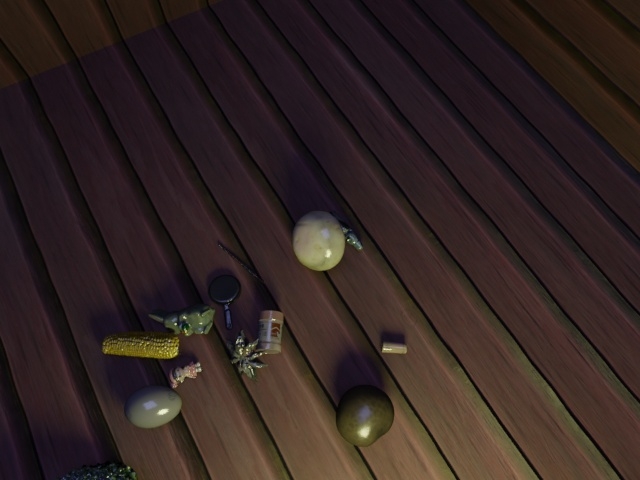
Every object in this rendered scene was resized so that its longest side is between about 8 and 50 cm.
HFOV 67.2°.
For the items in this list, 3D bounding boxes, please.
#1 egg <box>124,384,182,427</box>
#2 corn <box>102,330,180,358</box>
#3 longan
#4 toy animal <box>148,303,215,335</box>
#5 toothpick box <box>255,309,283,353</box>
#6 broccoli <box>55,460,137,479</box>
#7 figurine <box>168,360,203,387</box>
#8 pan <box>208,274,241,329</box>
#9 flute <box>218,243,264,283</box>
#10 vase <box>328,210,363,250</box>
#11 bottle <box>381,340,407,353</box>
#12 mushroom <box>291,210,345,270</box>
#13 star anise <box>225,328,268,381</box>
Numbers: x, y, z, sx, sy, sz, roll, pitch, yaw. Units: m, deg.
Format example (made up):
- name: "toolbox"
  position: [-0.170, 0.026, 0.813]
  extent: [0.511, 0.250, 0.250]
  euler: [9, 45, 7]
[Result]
- name: "egg"
  position: [-0.598, 0.593, 1.723]
  extent: [0.198, 0.146, 0.147]
  euler: [-1, 65, -8]
- name: "corn"
  position: [-0.674, 0.396, 1.841]
  extent: [0.309, 0.101, 0.102]
  euler: [3, 66, 6]
- name: "longan"
  position: [0.153, 0.615, 1.699]
  extent: [0.198, 0.198, 0.212]
  euler: [36, 76, 15]
- name: "toy animal"
  position: [-0.545, 0.311, 1.883]
  extent: [0.251, 0.127, 0.126]
  euler: [-3, 77, 14]
- name: "toothpick box"
  position: [-0.195, 0.354, 1.859]
  extent: [0.098, 0.098, 0.149]
  euler: [2, 67, 1]
- name: "broccoli"
  position: [-0.704, 0.894, 1.537]
  extent: [0.293, 0.281, 0.348]
  euler: [2, 27, -21]
- name: "figurine"
  position: [-0.510, 0.504, 1.819]
  extent: [0.129, 0.054, 0.072]
  euler: [-18, 82, -16]
- name: "pan"
  position: [-0.382, 0.244, 1.946]
  extent: [0.136, 0.028, 0.235]
  euler: [-11, 66, -4]
- name: "flute"
  position: [-0.333, 0.096, 2.021]
  extent: [0.269, 0.014, 0.014]
  euler: [39, 71, 16]
- name: "vase"
  position: [0.107, -0.038, 2.059]
  extent: [0.059, 0.060, 0.211]
  euler: [-38, 72, -16]
- name: "bottle"
  position: [0.284, 0.414, 1.863]
  extent: [0.096, 0.045, 0.045]
  euler: [4, 66, 1]
- name: "mushroom"
  position: [0.000, 0.000, 1.974]
  extent: [0.245, 0.202, 0.247]
  euler: [2, 94, 33]
- name: "star anise"
  position: [-0.286, 0.432, 1.801]
  extent: [0.180, 0.205, 0.061]
  euler: [9, 19, 28]
